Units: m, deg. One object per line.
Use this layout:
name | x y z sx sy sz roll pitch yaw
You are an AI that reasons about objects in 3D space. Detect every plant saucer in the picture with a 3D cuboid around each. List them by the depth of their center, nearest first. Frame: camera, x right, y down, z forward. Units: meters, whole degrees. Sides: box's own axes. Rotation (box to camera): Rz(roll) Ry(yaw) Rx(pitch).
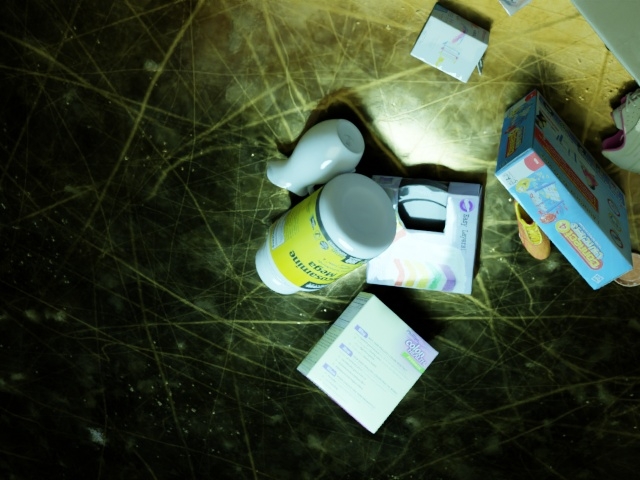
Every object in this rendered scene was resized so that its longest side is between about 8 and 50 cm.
plant saucer | 0.674 0.061 2.007 0.084 0.013 0.083 6 120 11

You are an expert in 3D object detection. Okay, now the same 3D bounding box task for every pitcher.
pitcher | 0.013 -0.164 2.006 0.178 0.125 0.207 32 136 -29

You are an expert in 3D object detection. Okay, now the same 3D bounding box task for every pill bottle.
pill bottle | 0.000 0.000 2.019 0.188 0.188 0.334 43 141 -11

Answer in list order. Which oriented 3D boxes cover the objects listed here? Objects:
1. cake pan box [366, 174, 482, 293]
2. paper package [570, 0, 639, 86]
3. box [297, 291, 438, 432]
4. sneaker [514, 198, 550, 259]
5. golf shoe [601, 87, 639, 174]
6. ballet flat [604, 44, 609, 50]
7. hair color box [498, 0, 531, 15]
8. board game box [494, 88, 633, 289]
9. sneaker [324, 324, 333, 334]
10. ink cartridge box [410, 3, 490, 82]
cake pan box | 0.227 -0.017 2.053 0.246 0.070 0.266 6 120 9
paper package | 0.640 -0.427 1.584 0.325 0.168 0.309 -40 80 29
box | 0.109 0.281 2.156 0.213 0.117 0.243 42 82 -11
sneaker | 0.451 -0.028 1.985 0.064 0.067 0.175 -16 116 21
golf shoe | 0.643 -0.261 1.773 0.140 0.115 0.306 19 121 8
ballet flat | 0.609 -0.413 1.727 0.057 0.049 0.173 43 121 -9
hair color box | 0.398 -0.511 1.727 0.167 0.053 0.093 -34 107 30
board game box | 0.475 -0.107 1.793 0.086 0.302 0.308 -36 105 29
sneaker | 0.077 0.311 2.274 0.097 0.084 0.234 -36 104 32
ink cartridge box | 0.265 -0.384 1.814 0.143 0.092 0.090 26 122 -2
